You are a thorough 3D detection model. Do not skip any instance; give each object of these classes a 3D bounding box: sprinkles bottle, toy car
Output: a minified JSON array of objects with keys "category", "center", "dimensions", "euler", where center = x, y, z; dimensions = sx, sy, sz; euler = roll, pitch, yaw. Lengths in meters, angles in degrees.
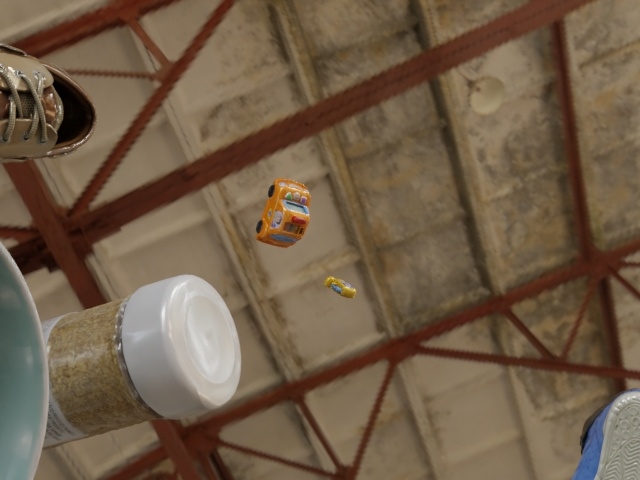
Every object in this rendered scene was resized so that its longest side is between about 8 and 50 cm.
[{"category":"sprinkles bottle","center":[-0.251,0.132,1.038],"dimensions":[0.355,0.121,0.121],"euler":[-17,-45,24]},{"category":"toy car","center":[0.000,0.000,0.944],"dimensions":[0.122,0.040,0.060],"euler":[36,-93,-31]}]

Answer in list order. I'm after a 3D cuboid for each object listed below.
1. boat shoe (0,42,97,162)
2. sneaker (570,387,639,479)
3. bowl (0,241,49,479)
[{"category":"boat shoe","center":[-0.289,-0.126,1.000],"dimensions":[0.116,0.324,0.123],"euler":[1,-84,8]},{"category":"sneaker","center":[0.208,0.178,0.818],"dimensions":[0.084,0.058,0.152],"euler":[5,-75,-76]},{"category":"bowl","center":[-0.351,0.107,0.736],"dimensions":[0.311,0.163,0.312],"euler":[-2,-87,-51]}]
